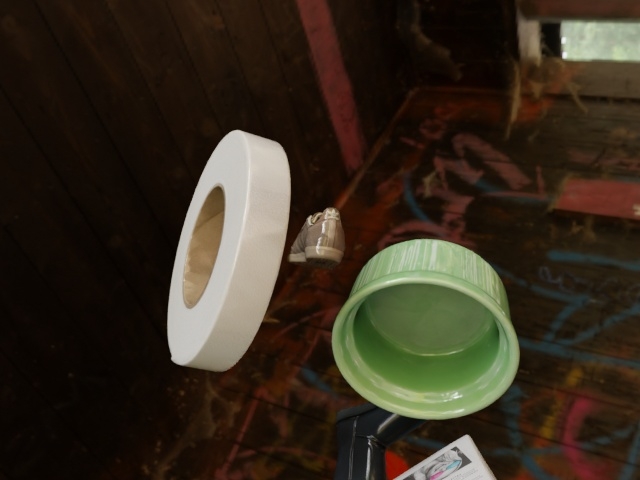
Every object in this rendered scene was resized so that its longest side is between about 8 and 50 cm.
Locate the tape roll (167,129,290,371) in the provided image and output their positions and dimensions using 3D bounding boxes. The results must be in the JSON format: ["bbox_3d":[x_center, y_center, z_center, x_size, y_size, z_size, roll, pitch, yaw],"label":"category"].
[{"bbox_3d":[-0.158,0.017,1.187,0.072,0.392,0.391,15,-95,-23],"label":"tape roll"}]

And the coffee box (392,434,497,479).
[{"bbox_3d":[0.161,0.524,0.979,0.337,0.338,0.334,59,-178,4],"label":"coffee box"}]

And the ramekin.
[{"bbox_3d":[0.180,0.145,1.247,0.148,0.304,0.303,-70,-26,-54],"label":"ramekin"}]

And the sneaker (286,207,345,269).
[{"bbox_3d":[0.000,0.000,1.013,0.188,0.066,0.071,164,117,-75],"label":"sneaker"}]

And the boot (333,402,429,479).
[{"bbox_3d":[0.124,0.409,1.402,0.094,0.247,0.207,39,-140,-37],"label":"boot"}]
